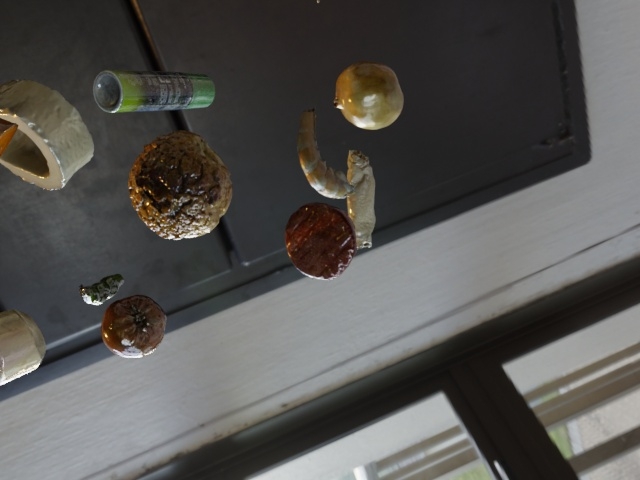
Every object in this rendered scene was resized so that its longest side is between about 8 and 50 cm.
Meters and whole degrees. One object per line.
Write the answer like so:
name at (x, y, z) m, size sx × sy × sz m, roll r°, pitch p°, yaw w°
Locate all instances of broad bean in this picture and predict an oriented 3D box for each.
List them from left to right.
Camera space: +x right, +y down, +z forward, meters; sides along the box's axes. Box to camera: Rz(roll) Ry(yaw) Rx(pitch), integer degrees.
broad bean at (-0.502, 0.116, 1.463) m, size 0.297 × 0.043 × 0.060 m, roll -124°, pitch 53°, yaw -86°

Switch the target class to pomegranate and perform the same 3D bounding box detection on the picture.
pomegranate at (0.159, -0.478, 2.099) m, size 0.233 × 0.233 × 0.233 m, roll 158°, pitch 90°, yaw -83°

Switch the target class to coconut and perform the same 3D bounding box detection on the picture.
coconut at (-0.959, 0.322, 1.913) m, size 0.224 × 0.234 × 0.224 m, roll 30°, pitch 134°, yaw 37°

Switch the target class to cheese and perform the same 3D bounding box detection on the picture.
cheese at (-0.826, -0.308, 1.832) m, size 0.332 × 0.153 × 0.292 m, roll 16°, pitch 143°, yaw 20°

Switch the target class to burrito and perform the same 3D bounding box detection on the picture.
burrito at (0.159, -0.159, 2.526) m, size 0.076 × 0.117 × 0.392 m, roll -166°, pitch 75°, yaw -77°

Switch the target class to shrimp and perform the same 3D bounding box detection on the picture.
shrimp at (-0.006, -0.235, 1.855) m, size 0.287 × 0.068 × 0.185 m, roll 62°, pitch -149°, yaw -7°

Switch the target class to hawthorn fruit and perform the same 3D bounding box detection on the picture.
hawthorn fruit at (-0.425, 0.206, 1.480) m, size 0.189 × 0.149 × 0.149 m, roll 98°, pitch 150°, yaw -66°

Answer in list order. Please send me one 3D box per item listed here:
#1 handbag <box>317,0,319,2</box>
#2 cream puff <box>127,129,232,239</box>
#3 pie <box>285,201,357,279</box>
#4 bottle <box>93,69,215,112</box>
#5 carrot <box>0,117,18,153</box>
handbag at (-0.017, -0.981, 1.994) m, size 0.283 × 0.133 × 0.401 m, roll -79°, pitch -24°, yaw -44°
cream puff at (-0.433, -0.174, 1.936) m, size 0.231 × 0.327 × 0.343 m, roll 8°, pitch -101°, yaw -67°
pie at (0.000, 0.000, 1.468) m, size 0.049 × 0.182 × 0.182 m, roll -12°, pitch -102°, yaw -65°
bottle at (-0.381, -0.355, 1.524) m, size 0.330 × 0.093 × 0.093 m, roll -23°, pitch -89°, yaw -59°
carrot at (-0.862, -0.225, 1.431) m, size 0.193 × 0.331 × 0.214 m, roll -77°, pitch 10°, yaw -49°
